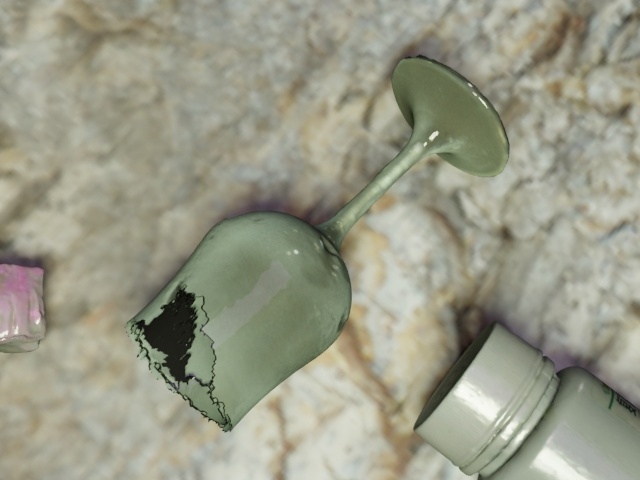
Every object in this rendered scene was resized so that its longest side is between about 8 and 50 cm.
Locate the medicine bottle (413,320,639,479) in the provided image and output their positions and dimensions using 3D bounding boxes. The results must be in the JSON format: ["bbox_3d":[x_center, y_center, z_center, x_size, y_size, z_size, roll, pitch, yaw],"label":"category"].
[{"bbox_3d":[0.114,0.102,0.530,0.130,0.080,0.080,38,71,4],"label":"medicine bottle"}]

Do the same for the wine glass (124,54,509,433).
[{"bbox_3d":[0.000,0.000,0.546,0.079,0.079,0.195,43,70,6],"label":"wine glass"}]

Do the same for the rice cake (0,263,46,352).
[{"bbox_3d":[-0.229,0.024,0.525,0.207,0.036,0.047,7,81,-7],"label":"rice cake"}]
